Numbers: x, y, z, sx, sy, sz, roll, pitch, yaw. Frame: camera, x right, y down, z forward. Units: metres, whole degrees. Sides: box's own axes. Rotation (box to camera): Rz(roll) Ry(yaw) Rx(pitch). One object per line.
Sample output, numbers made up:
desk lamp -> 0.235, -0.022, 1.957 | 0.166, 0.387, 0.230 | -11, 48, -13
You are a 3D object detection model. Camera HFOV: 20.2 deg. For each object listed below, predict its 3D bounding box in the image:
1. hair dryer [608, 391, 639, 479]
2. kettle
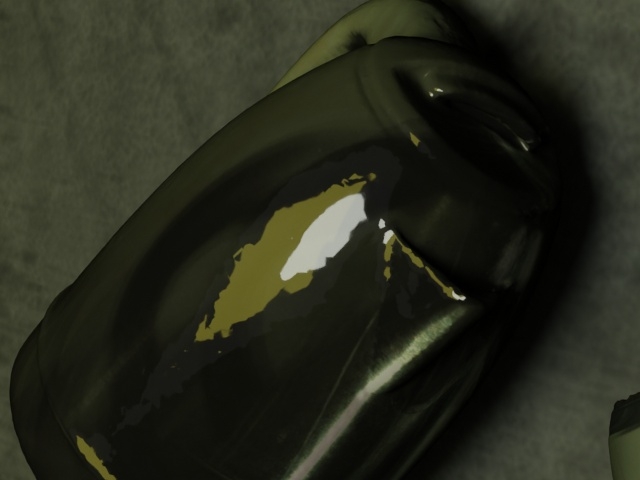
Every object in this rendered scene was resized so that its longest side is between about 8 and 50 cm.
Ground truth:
hair dryer -> 0.193, 0.213, 0.943 | 0.219, 0.088, 0.225 | 54, 137, 26
kettle -> 0.000, 0.000, 1.053 | 0.324, 0.228, 0.321 | -48, 27, 27
